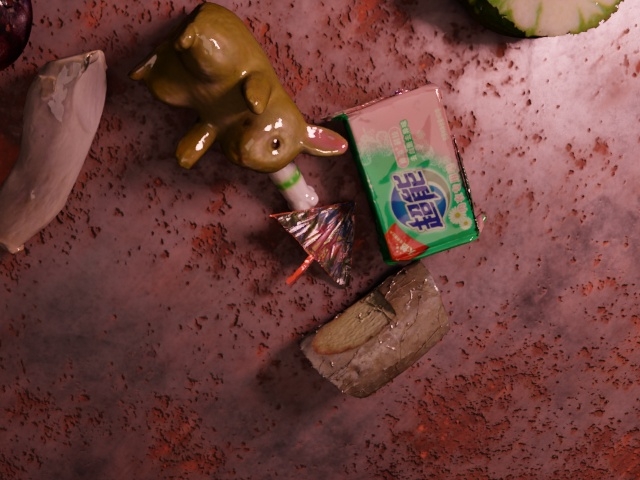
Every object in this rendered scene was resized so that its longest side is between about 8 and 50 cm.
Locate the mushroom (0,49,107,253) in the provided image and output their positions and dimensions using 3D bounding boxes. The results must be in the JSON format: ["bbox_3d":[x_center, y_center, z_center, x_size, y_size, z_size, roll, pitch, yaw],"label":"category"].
[{"bbox_3d":[-0.416,-0.135,1.071,0.109,0.097,0.351,23,103,-13],"label":"mushroom"}]

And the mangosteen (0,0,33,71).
[{"bbox_3d":[-0.517,-0.318,0.973,0.231,0.194,0.194,-8,107,20],"label":"mangosteen"}]

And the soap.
[{"bbox_3d":[0.142,-0.110,1.158,0.218,0.098,0.273,-17,105,3],"label":"soap"}]

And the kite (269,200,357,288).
[{"bbox_3d":[0.000,0.000,1.176,0.189,0.009,0.232,-53,129,-15],"label":"kite"}]

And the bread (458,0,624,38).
[{"bbox_3d":[0.355,-0.494,1.047,0.382,0.129,0.366,-19,119,-3],"label":"bread"}]

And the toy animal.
[{"bbox_3d":[-0.109,-0.179,1.056,0.181,0.180,0.363,-27,105,41],"label":"toy animal"}]

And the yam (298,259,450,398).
[{"bbox_3d":[0.104,0.161,1.203,0.254,0.154,0.154,-36,107,-2],"label":"yam"}]
